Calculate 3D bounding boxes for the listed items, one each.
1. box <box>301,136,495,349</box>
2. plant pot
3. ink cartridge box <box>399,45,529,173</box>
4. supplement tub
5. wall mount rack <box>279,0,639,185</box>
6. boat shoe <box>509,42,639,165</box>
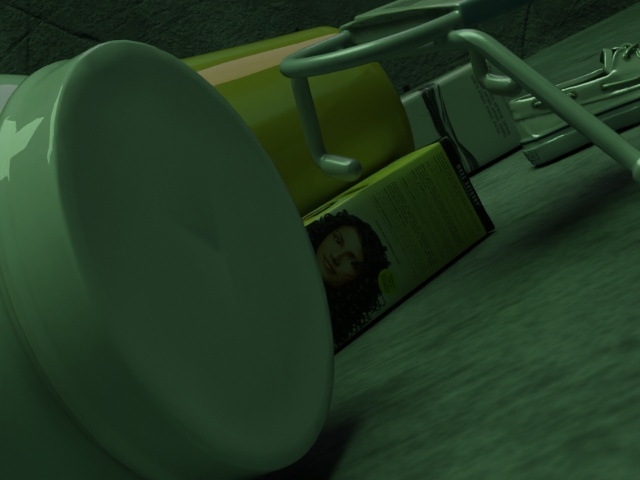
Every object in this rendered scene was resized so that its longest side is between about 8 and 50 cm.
[{"bbox_3d":[0.031,0.007,0.762,0.058,0.087,0.232,-22,9,47],"label":"box"},{"bbox_3d":[-0.062,-0.060,0.879,0.239,0.254,0.254,-31,8,-21],"label":"plant pot"},{"bbox_3d":[0.099,-0.111,1.252,0.272,0.114,0.197,-30,7,-16],"label":"ink cartridge box"},{"bbox_3d":[-0.181,0.062,0.516,0.324,0.235,0.235,-24,8,23],"label":"supplement tub"},{"bbox_3d":[0.157,-0.120,0.712,0.350,0.131,0.304,-29,22,-36],"label":"wall mount rack"},{"bbox_3d":[0.289,-0.150,0.994,0.226,0.076,0.083,-26,7,6],"label":"boat shoe"}]
